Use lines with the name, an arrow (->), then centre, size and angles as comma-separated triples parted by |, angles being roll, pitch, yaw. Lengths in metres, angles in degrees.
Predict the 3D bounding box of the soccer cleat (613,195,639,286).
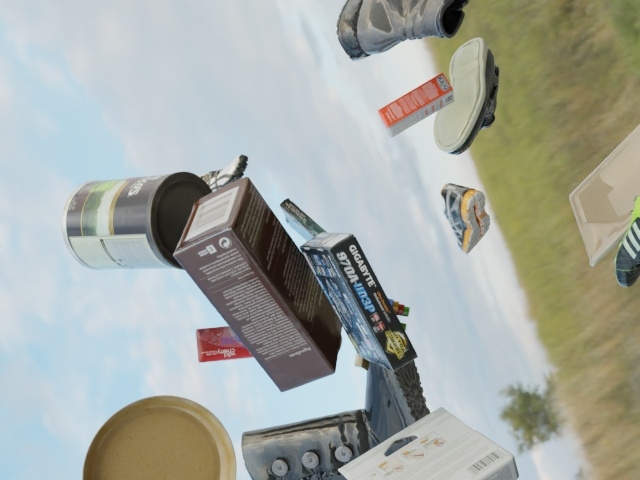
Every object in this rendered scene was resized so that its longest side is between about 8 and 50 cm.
soccer cleat -> 0.546, 0.007, 1.642 | 0.072, 0.060, 0.178 | 38, 128, 46

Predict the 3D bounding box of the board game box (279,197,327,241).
board game box -> 0.000, 0.000, 1.940 | 0.186, 0.026, 0.126 | 41, 171, 19

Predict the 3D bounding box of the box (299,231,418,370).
box -> 0.057, 0.094, 1.552 | 0.220, 0.051, 0.175 | 61, 167, -8

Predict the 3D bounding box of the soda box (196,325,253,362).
soda box -> -0.164, 0.243, 2.352 | 0.092, 0.264, 0.083 | 101, 164, -84

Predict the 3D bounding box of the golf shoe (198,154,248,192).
golf shoe -> -0.260, -0.150, 2.429 | 0.094, 0.198, 0.077 | 42, -159, 7

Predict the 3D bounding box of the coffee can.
coffee can -> -0.381, -0.036, 2.062 | 0.202, 0.276, 0.201 | 4, -95, -53

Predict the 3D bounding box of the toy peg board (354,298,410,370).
toy peg board -> 0.126, 0.179, 1.928 | 0.160, 0.079, 0.161 | 55, -136, -77

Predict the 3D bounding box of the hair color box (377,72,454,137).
hair color box -> 0.181, -0.254, 1.834 | 0.043, 0.141, 0.072 | 61, -177, 13

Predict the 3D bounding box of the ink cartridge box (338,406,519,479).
ink cartridge box -> 0.208, 0.461, 1.925 | 0.239, 0.275, 0.060 | 28, 140, 58

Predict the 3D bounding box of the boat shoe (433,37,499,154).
boat shoe -> 0.331, -0.293, 2.113 | 0.113, 0.127, 0.340 | 43, -140, -30

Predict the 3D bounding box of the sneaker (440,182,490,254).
sneaker -> 0.300, -0.050, 2.041 | 0.083, 0.084, 0.214 | 30, 155, 27

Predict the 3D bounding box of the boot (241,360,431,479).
boot -> 0.020, 0.416, 2.259 | 0.146, 0.445, 0.366 | -13, -96, -67

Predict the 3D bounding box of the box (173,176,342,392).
box -> -0.108, 0.088, 1.891 | 0.381, 0.143, 0.191 | 54, -155, -25

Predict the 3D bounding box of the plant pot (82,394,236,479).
plant pot -> -0.246, 0.354, 1.492 | 0.236, 0.236, 0.032 | 67, 160, -6

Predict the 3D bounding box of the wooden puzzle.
wooden puzzle -> 0.558, -0.088, 1.788 | 0.044, 0.221, 0.238 | 29, -146, -17

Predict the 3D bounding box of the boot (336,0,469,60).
boot -> 0.168, -0.461, 1.709 | 0.118, 0.223, 0.338 | 42, -131, -47
